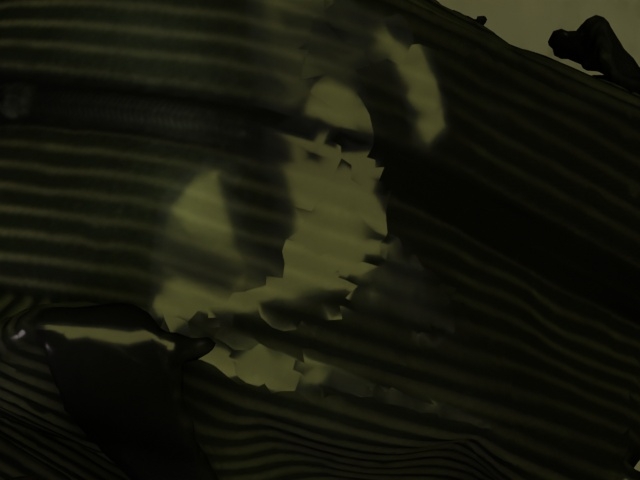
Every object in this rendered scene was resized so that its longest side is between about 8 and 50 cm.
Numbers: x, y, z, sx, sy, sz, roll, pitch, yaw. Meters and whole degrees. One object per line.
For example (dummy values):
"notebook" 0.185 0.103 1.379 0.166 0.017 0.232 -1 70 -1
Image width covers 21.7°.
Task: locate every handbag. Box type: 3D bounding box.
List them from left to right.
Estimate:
"handbag" 0.000 0.000 0.605 0.340 0.240 0.247 19 72 -22

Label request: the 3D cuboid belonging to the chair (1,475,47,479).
"chair" -0.107 0.162 0.500 0.147 0.270 0.136 24 63 -32
